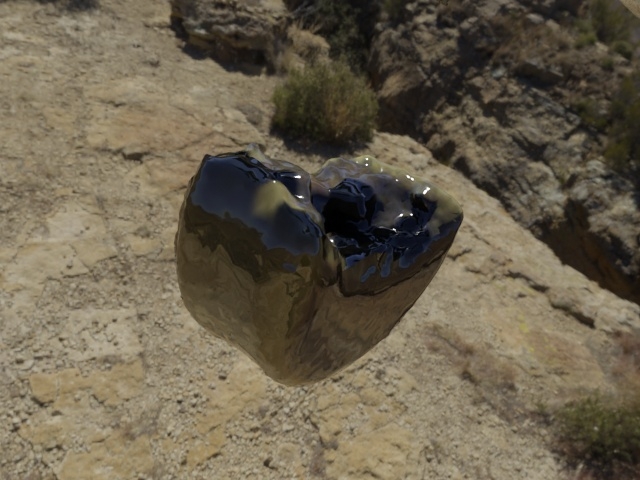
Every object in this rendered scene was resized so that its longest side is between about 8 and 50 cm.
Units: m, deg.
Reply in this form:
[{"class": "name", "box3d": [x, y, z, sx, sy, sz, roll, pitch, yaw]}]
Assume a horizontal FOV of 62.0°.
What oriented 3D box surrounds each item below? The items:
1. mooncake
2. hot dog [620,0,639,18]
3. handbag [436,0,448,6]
[{"class": "mooncake", "box3d": [0.000, 0.000, 0.759, 0.246, 0.394, 0.393, 30, 74, 31]}, {"class": "hot dog", "box3d": [0.569, -0.484, 0.989, 0.192, 0.053, 0.099, 43, 16, -1]}, {"class": "handbag", "box3d": [0.228, -0.669, 0.994, 0.327, 0.325, 0.162, 50, 20, 8]}]
